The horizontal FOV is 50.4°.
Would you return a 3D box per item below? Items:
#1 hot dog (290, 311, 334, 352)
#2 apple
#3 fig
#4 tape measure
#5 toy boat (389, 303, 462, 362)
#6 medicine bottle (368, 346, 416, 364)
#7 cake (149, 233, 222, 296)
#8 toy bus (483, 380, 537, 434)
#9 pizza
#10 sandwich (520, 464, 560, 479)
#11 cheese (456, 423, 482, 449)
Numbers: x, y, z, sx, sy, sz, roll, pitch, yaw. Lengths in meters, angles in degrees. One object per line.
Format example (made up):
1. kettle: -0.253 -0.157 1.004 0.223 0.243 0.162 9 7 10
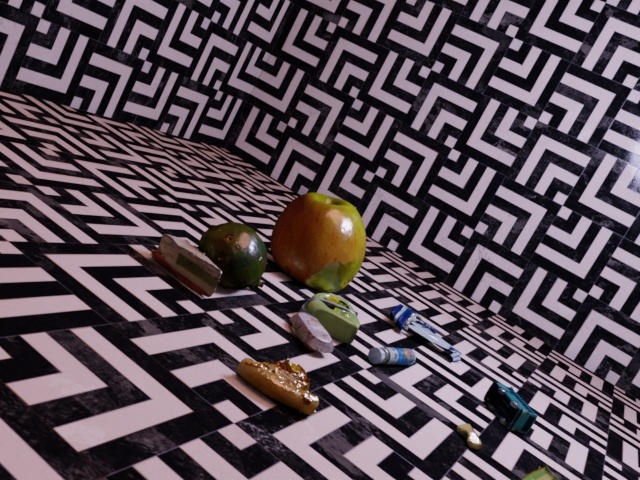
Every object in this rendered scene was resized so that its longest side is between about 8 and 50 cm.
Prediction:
1. hot dog: -0.025 0.247 1.817 0.099 0.053 0.192 23 9 -30
2. apple: 0.000 0.000 2.367 0.340 0.339 0.339 27 11 -6
3. fig: -0.235 0.066 1.906 0.195 0.195 0.244 38 -23 41
4. tape measure: 0.031 0.218 1.987 0.178 0.087 0.154 27 23 3
5. toy boat: 0.371 0.322 2.421 0.292 0.070 0.210 31 15 -5
6. medicine bottle: 0.209 0.336 1.978 0.051 0.051 0.191 36 15 37
7. cake: -0.360 0.056 1.778 0.117 0.086 0.220 19 14 -41
8. toy bus: 0.564 0.497 2.027 0.092 0.079 0.160 23 13 -22
9. pizza: -0.071 0.297 1.441 0.182 0.062 0.161 30 9 18
10. sandwich: 0.549 0.614 1.639 0.116 0.074 0.074 59 -2 -23
11. cheese: 0.374 0.492 1.714 0.044 0.030 0.083 3 22 -13
